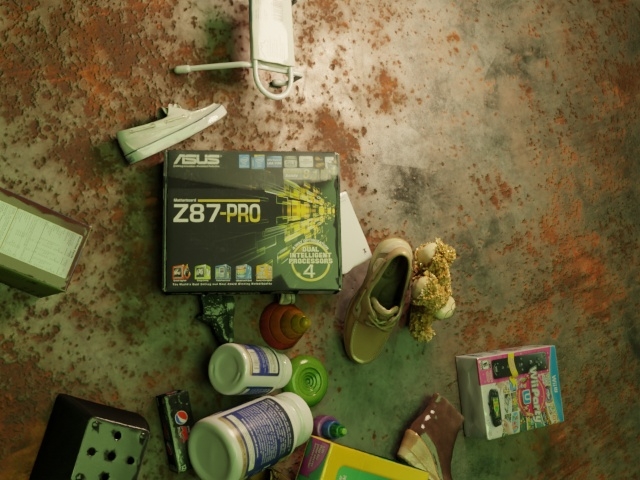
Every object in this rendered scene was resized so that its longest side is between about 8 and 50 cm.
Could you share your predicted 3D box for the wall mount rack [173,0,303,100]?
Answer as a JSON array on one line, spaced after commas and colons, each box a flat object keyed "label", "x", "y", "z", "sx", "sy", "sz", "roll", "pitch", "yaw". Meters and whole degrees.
[{"label": "wall mount rack", "x": -0.188, "y": -0.498, "z": 1.888, "sx": 0.304, "sy": 0.130, "sz": 0.350, "roll": 2, "pitch": 82, "yaw": -36}]

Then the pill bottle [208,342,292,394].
[{"label": "pill bottle", "x": -0.151, "y": 0.290, "z": 1.769, "sx": 0.187, "sy": 0.112, "sz": 0.112, "roll": 17, "pitch": 72, "yaw": -55}]

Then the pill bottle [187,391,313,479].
[{"label": "pill bottle", "x": -0.146, "y": 0.426, "z": 1.725, "sx": 0.265, "sy": 0.153, "sz": 0.153, "roll": -11, "pitch": 89, "yaw": -50}]

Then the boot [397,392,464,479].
[{"label": "boot", "x": 0.330, "y": 0.550, "z": 2.070, "sx": 0.248, "sy": 0.090, "sz": 0.207, "roll": 47, "pitch": 64, "yaw": -14}]

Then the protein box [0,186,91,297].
[{"label": "protein box", "x": -0.580, "y": 0.006, "z": 1.512, "sx": 0.201, "sy": 0.200, "sz": 0.136, "roll": 27, "pitch": 69, "yaw": -26}]

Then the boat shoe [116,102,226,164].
[{"label": "boat shoe", "x": -0.334, "y": -0.263, "z": 1.777, "sx": 0.267, "sy": 0.096, "sz": 0.088, "roll": -32, "pitch": 102, "yaw": -24}]

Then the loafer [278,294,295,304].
[{"label": "loafer", "x": -0.093, "y": 0.094, "z": 1.889, "sx": 0.039, "sy": 0.045, "sz": 0.125, "roll": -8, "pitch": 69, "yaw": -22}]

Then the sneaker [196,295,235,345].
[{"label": "sneaker", "x": -0.242, "y": 0.180, "z": 1.792, "sx": 0.089, "sy": 0.051, "sz": 0.170, "roll": 3, "pitch": 86, "yaw": -21}]

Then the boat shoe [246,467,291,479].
[{"label": "boat shoe", "x": -0.123, "y": 0.548, "z": 1.802, "sx": 0.178, "sy": 0.060, "sz": 0.064, "roll": 34, "pitch": 67, "yaw": -24}]

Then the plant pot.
[{"label": "plant pot", "x": -0.437, "y": 0.417, "z": 1.562, "sx": 0.187, "sy": 0.167, "sz": 0.188, "roll": 23, "pitch": 70, "yaw": -28}]

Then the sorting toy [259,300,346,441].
[{"label": "sorting toy", "x": -0.018, "y": 0.311, "z": 1.867, "sx": 0.127, "sy": 0.126, "sz": 0.365, "roll": -23, "pitch": 95, "yaw": -33}]

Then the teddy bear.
[{"label": "teddy bear", "x": 0.283, "y": 0.126, "z": 1.969, "sx": 0.113, "sy": 0.338, "sz": 0.245, "roll": 7, "pitch": 51, "yaw": 10}]

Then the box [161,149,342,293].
[{"label": "box", "x": -0.151, "y": -0.038, "z": 1.766, "sx": 0.395, "sy": 0.097, "sz": 0.318, "roll": 1, "pitch": 79, "yaw": -7}]

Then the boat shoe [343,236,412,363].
[{"label": "boat shoe", "x": 0.137, "y": 0.161, "z": 1.918, "sx": 0.122, "sy": 0.110, "sz": 0.341, "roll": 12, "pitch": 109, "yaw": -7}]

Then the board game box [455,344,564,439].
[{"label": "board game box", "x": 0.534, "y": 0.419, "z": 2.217, "sx": 0.303, "sy": 0.097, "sz": 0.224, "roll": -3, "pitch": 85, "yaw": -33}]

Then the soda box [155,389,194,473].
[{"label": "soda box", "x": -0.306, "y": 0.412, "z": 1.711, "sx": 0.060, "sy": 0.053, "sz": 0.169, "roll": -10, "pitch": 89, "yaw": -34}]

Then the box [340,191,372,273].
[{"label": "box", "x": 0.000, "y": 0.000, "z": 1.928, "sx": 0.181, "sy": 0.119, "sz": 0.182, "roll": -26, "pitch": 97, "yaw": -33}]

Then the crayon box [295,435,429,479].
[{"label": "crayon box", "x": 0.066, "y": 0.676, "z": 1.850, "sx": 0.313, "sy": 0.106, "sz": 0.363, "roll": 25, "pitch": 77, "yaw": -29}]
